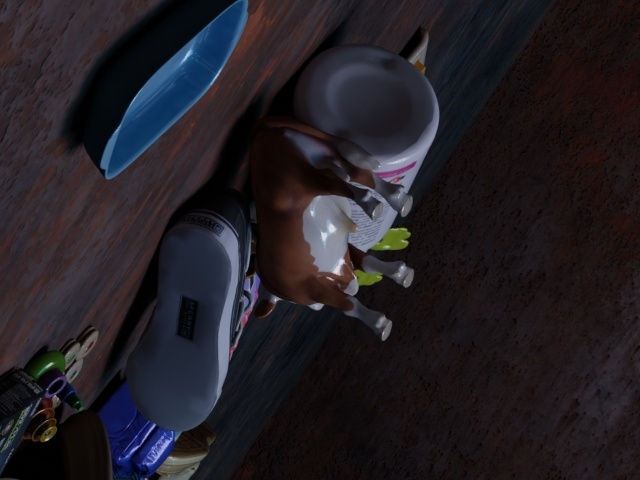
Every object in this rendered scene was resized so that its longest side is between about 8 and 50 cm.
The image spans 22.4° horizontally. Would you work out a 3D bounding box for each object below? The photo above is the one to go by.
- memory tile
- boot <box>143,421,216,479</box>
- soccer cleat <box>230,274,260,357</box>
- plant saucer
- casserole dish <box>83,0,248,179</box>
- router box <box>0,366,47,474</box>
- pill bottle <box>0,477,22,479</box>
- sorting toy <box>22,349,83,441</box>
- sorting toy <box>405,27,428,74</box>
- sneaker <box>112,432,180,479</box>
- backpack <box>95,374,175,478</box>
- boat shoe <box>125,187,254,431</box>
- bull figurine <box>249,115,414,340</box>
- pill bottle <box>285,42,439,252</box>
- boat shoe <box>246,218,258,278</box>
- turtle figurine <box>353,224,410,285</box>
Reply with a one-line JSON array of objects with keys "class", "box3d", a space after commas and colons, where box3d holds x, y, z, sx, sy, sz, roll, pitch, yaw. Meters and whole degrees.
[{"class": "memory tile", "box3d": [-0.273, 0.156, 1.592, 0.148, 0.012, 0.113, -58, 172, 25]}, {"class": "boot", "box3d": [-0.249, 0.346, 2.291, 0.203, 0.095, 0.262, -54, 177, 4]}, {"class": "soccer cleat", "box3d": [-0.126, 0.103, 1.960, 0.248, 0.095, 0.083, -49, 171, -35]}, {"class": "plant saucer", "box3d": [-0.272, 0.311, 1.667, 0.278, 0.041, 0.278, -171, -90, -69]}, {"class": "casserole dish", "box3d": [-0.120, -0.124, 1.216, 0.188, 0.037, 0.114, -50, 171, -40]}, {"class": "router box", "box3d": [-0.300, 0.180, 1.425, 0.122, 0.038, 0.092, -58, 173, 24]}, {"class": "pill bottle", "box3d": [-0.328, 0.322, 1.596, 0.112, 0.112, 0.187, -46, 169, -48]}, {"class": "sorting toy", "box3d": [-0.253, 0.151, 1.510, 0.061, 0.042, 0.102, -21, 145, -47]}, {"class": "sorting toy", "box3d": [0.094, -0.184, 2.285, 0.208, 0.038, 0.193, -54, 172, -10]}, {"class": "sneaker", "box3d": [-0.201, 0.211, 2.054, 0.229, 0.087, 0.092, -51, -178, 25]}, {"class": "backpack", "box3d": [-0.225, 0.232, 1.900, 0.098, 0.101, 0.120, -45, 173, -18]}, {"class": "boat shoe", "box3d": [-0.134, 0.075, 1.741, 0.105, 0.113, 0.306, -55, 160, -50]}, {"class": "bull figurine", "box3d": [0.000, 0.000, 1.702, 0.101, 0.188, 0.310, -54, 152, -31]}, {"class": "pill bottle", "box3d": [0.023, -0.080, 1.826, 0.160, 0.160, 0.283, -50, 171, -31]}, {"class": "boat shoe", "box3d": [-0.099, 0.022, 1.900, 0.064, 0.060, 0.178, -58, 172, 20]}, {"class": "turtle figurine", "box3d": [0.041, -0.066, 2.050, 0.087, 0.217, 0.269, 19, 126, -40]}]
